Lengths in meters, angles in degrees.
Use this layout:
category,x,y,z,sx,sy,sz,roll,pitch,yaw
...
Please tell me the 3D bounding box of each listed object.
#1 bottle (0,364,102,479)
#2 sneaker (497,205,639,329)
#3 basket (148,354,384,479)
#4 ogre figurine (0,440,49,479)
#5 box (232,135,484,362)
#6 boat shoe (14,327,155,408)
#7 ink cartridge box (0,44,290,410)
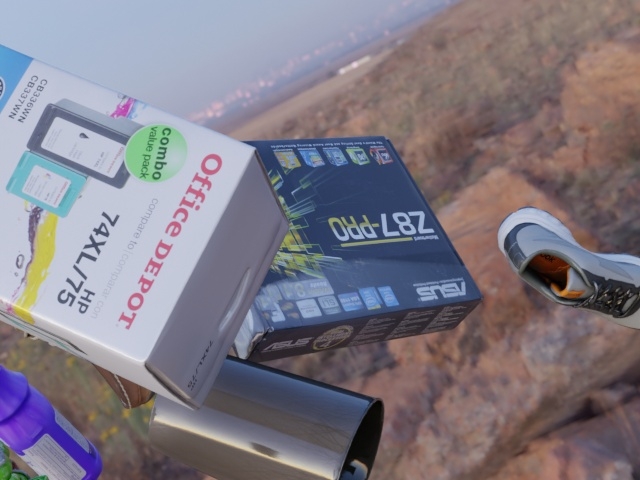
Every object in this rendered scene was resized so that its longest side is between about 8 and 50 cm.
category,x,y,z,sx,sy,sz,roll,pitch,yaw
bottle,-0.445,0.279,1.728,0.092,0.283,0.118,-46,42,-16
sneaker,0.353,0.060,1.487,0.100,0.271,0.108,-59,13,30
basket,-0.061,0.213,1.261,0.204,0.227,0.154,74,-143,-64
ogre figurine,-0.349,0.274,1.240,0.097,0.197,0.118,-4,9,-26
box,0.000,0.000,1.605,0.395,0.318,0.097,-5,-33,-38
boat shoe,-0.295,0.058,1.260,0.116,0.324,0.123,-33,17,-17
ink cartridge box,-0.196,-0.009,0.978,0.197,0.270,0.198,71,-137,-70
